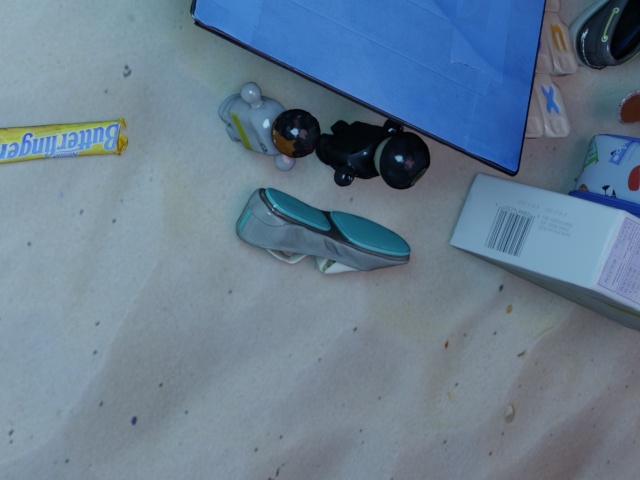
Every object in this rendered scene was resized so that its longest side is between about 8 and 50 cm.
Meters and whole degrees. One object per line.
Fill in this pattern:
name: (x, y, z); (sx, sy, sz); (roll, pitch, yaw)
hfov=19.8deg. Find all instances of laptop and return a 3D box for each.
laptop: (0.133, -0.337, 1.675); (0.382, 0.236, 0.408); (23, 122, -29)

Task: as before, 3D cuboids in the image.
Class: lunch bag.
lunch bag: (0.454, -0.026, 2.148); (0.303, 0.243, 0.115); (23, 86, -31)

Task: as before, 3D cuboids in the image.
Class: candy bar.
candy bar: (-0.255, -0.095, 1.751); (0.161, 0.018, 0.040); (-7, 106, -34)

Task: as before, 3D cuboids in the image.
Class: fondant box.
fondant box: (0.346, 0.038, 2.082); (0.330, 0.238, 0.096); (23, 88, -37)

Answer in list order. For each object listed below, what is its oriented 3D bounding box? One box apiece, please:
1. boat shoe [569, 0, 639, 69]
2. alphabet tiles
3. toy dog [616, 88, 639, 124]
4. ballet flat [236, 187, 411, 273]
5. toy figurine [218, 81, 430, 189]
boat shoe: (0.382, -0.282, 2.131); (0.227, 0.069, 0.081); (-48, 124, -16)
alphabet tiles: (0.178, -0.235, 1.884); (0.284, 0.021, 0.278); (-7, 81, -54)
toy dog: (0.444, -0.172, 2.079); (0.333, 0.220, 0.161); (56, 47, -44)
ballet flat: (0.000, 0.000, 1.942); (0.213, 0.072, 0.068); (19, 118, -37)
toy figurine: (0.020, -0.164, 1.850); (0.210, 0.148, 0.213); (12, 95, -38)
